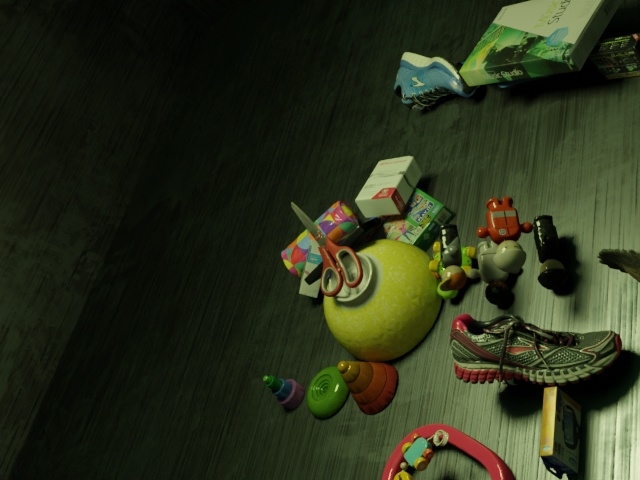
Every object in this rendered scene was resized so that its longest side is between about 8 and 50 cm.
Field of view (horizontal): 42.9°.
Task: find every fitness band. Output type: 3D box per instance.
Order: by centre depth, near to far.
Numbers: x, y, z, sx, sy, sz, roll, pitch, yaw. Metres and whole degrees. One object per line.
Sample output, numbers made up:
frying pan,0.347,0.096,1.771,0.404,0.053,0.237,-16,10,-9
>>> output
fitness band,0.227,0.450,1.470,0.209,0.054,0.291,-55,32,-9

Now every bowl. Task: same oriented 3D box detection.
bowl,0.108,0.108,1.806,0.289,0.156,0.289,-20,53,30

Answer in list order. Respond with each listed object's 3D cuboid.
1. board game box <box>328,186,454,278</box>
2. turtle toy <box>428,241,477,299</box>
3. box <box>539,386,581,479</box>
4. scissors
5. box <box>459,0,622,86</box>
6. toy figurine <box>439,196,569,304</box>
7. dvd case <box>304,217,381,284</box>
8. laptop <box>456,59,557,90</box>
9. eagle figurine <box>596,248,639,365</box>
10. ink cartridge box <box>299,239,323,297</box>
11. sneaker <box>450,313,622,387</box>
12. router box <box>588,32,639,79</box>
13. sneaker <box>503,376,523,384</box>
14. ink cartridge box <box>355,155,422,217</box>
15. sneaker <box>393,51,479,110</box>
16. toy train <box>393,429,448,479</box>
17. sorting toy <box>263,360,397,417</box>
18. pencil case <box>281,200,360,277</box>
board game box,0.163,0.014,1.992,0.317,0.046,0.213,-52,32,3
turtle toy,0.282,0.064,1.754,0.095,0.066,0.130,10,60,14
box,0.395,0.319,1.339,0.028,0.081,0.136,-21,44,41
scissors,0.014,-0.002,1.811,0.109,0.021,0.297,-38,50,22
box,0.492,-0.462,1.841,0.322,0.058,0.232,3,53,55
toy figurine,0.347,0.034,1.573,0.209,0.213,0.148,-29,55,40
dvd case,0.057,0.021,1.922,0.180,0.022,0.253,-45,-5,13
laptop,0.489,-0.486,1.957,0.264,0.136,0.234,-62,29,17
eagle figurine,0.585,0.100,1.215,0.298,0.225,0.226,-17,55,30
ink cartridge box,-0.017,0.073,2.100,0.088,0.052,0.122,-85,7,-68
sneaker,0.365,0.183,1.412,0.299,0.112,0.121,-7,12,28
router box,0.635,-0.384,1.710,0.122,0.092,0.038,6,64,55
sneaker,0.358,0.219,1.531,0.069,0.038,0.098,11,68,56
ink cartridge box,0.169,-0.131,2.002,0.109,0.063,0.150,-4,42,41
sneaker,0.303,-0.408,2.179,0.330,0.129,0.147,33,101,62
toy train,0.189,0.426,1.453,0.125,0.046,0.166,-15,48,43
sorting toy,-0.001,0.317,1.833,0.365,0.126,0.127,-16,47,45
pencil case,0.000,0.000,2.175,0.236,0.104,0.104,-41,33,18
